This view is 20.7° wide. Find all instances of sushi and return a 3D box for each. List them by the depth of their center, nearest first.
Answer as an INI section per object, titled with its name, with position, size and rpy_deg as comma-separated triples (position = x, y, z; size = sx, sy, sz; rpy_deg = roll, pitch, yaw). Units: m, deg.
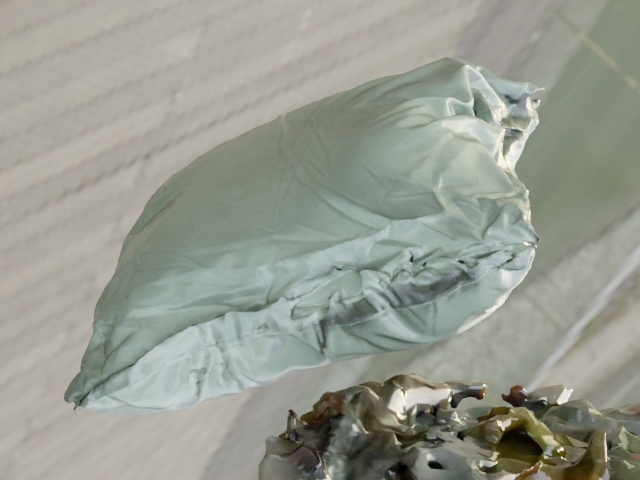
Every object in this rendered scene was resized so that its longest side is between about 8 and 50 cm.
[sushi]
position = 0.168, 0.186, 0.977
size = 0.417, 0.417, 0.176
rpy_deg = -21, 117, -55

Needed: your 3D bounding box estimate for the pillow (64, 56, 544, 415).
[pillow]
position = 0.000, 0.000, 1.114
size = 0.310, 0.138, 0.283
rpy_deg = -19, -159, 18
